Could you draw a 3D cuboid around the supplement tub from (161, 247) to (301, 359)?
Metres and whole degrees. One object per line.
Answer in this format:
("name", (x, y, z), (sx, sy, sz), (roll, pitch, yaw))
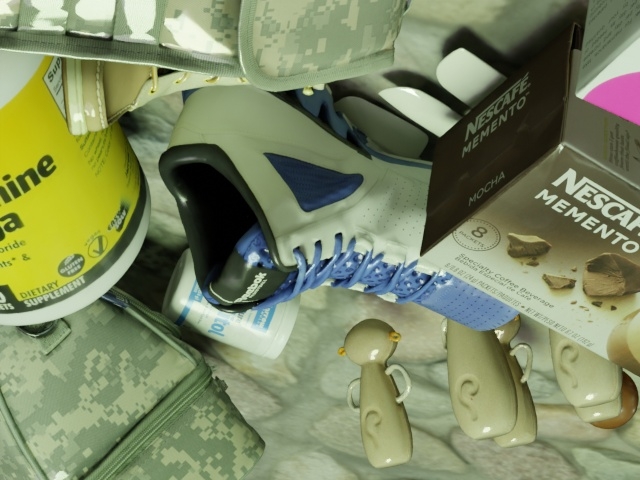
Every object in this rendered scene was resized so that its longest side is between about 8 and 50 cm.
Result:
("supplement tub", (-0.078, 0.055, 1.666), (0.107, 0.071, 0.071), (20, 146, -11))

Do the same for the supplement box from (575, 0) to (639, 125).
("supplement box", (0.230, -0.171, 1.086), (0.111, 0.220, 0.114), (24, 145, -15))

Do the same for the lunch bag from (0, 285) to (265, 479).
("lunch bag", (-0.229, 0.149, 1.681), (0.256, 0.212, 0.305), (51, 156, -13))

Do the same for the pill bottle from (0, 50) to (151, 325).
("pill bottle", (-0.259, -0.099, 1.390), (0.188, 0.188, 0.334), (0, 145, 18))

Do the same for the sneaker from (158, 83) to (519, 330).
("sneaker", (-0.001, -0.001, 1.413), (0.315, 0.182, 0.127), (35, 141, -14))

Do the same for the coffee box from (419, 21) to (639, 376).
("coffee box", (0.241, -0.004, 1.369), (0.297, 0.119, 0.168), (29, 139, -20))

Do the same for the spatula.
("spatula", (0.134, -0.063, 1.470), (0.242, 0.019, 0.168), (31, 143, -31))

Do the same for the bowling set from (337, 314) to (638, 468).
("bowling set", (0.170, 0.088, 1.599), (0.287, 0.154, 0.200), (-21, 163, 38))

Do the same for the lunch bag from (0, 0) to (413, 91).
("lunch bag", (-0.064, -0.222, 1.104), (0.287, 0.169, 0.235), (6, 116, -9))

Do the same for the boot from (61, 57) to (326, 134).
("boot", (-0.078, -0.126, 1.287), (0.165, 0.213, 0.077), (6, 116, 8))
